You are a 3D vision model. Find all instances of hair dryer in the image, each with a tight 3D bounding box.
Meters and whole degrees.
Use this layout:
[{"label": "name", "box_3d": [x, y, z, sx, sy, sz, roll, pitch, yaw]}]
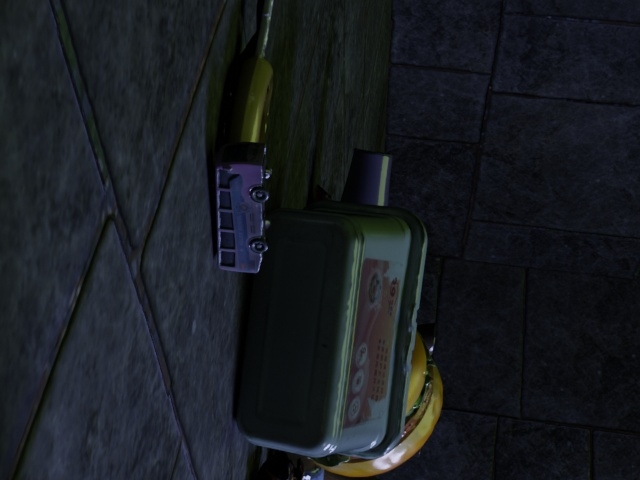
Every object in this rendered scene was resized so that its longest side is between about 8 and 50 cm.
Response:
[{"label": "hair dryer", "box_3d": [0.021, 0.015, 1.454, 0.361, 0.121, 0.301, -13, 114, -72]}]

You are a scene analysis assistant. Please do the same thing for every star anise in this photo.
[{"label": "star anise", "box_3d": [-0.067, 0.352, 1.309, 0.168, 0.057, 0.167, 14, 90, -76]}]

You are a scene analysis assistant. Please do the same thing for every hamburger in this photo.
[{"label": "hamburger", "box_3d": [0.038, 0.191, 1.353, 0.170, 0.246, 0.246, 60, 31, -42]}]

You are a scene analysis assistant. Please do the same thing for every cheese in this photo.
[{"label": "cheese", "box_3d": [-0.061, -0.149, 0.916, 0.086, 0.036, 0.162, 53, 44, -83]}]

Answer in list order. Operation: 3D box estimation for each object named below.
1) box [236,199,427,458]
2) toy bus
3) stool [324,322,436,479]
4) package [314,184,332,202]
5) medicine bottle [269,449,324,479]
[{"label": "box", "box_3d": [0.003, 0.105, 1.171, 0.182, 0.175, 0.311, 6, 91, -66]}, {"label": "toy bus", "box_3d": [-0.070, -0.029, 0.888, 0.037, 0.052, 0.130, -84, 178, -48]}, {"label": "stool", "box_3d": [0.071, 0.300, 1.739, 0.310, 0.226, 0.310, -77, 172, -46]}, {"label": "package", "box_3d": [0.000, 0.000, 1.648, 0.239, 0.030, 0.154, 53, 45, -81]}, {"label": "medicine bottle", "box_3d": [-0.038, 0.402, 1.476, 0.083, 0.084, 0.203, -69, 163, -67]}]
